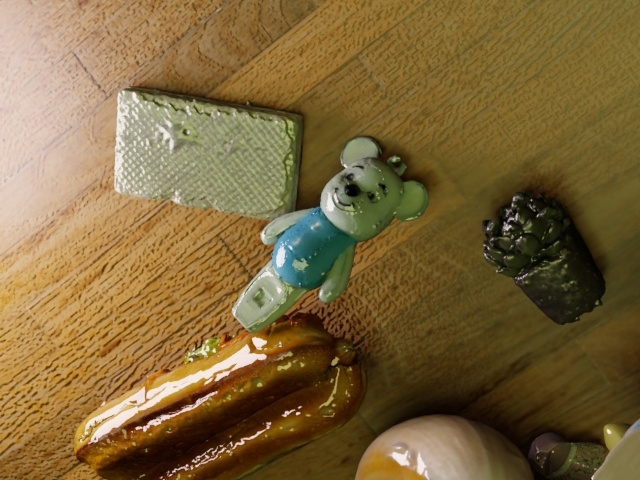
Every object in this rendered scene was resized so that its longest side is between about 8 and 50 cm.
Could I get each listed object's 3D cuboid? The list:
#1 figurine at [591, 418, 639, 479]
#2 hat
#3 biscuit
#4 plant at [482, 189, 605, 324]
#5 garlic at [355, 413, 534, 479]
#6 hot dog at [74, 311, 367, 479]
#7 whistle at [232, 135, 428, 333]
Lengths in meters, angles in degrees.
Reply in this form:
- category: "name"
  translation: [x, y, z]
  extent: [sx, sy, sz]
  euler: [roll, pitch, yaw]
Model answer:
- category: "figurine"
  translation: [0.456, 0.131, 1.353]
  extent: [0.266, 0.361, 0.377]
  euler: [41, 99, 24]
- category: "hat"
  translation: [0.260, 0.230, 1.593]
  extent: [0.087, 0.042, 0.058]
  euler: [5, 114, -24]
- category: "biscuit"
  translation: [-0.119, -0.091, 1.571]
  extent: [0.199, 0.040, 0.121]
  euler: [10, 110, 12]
- category: "plant"
  translation: [0.225, 0.013, 1.493]
  extent: [0.094, 0.092, 0.143]
  euler: [-34, 106, 30]
- category: "garlic"
  translation: [0.162, 0.334, 1.561]
  extent: [0.286, 0.249, 0.313]
  euler: [18, 148, -4]
- category: "hot dog"
  translation: [-0.108, 0.180, 1.624]
  extent: [0.349, 0.117, 0.158]
  euler: [-30, 121, 25]
- category: "whistle"
  translation: [0.000, 0.000, 1.519]
  extent: [0.235, 0.077, 0.114]
  euler: [-45, 71, 0]
